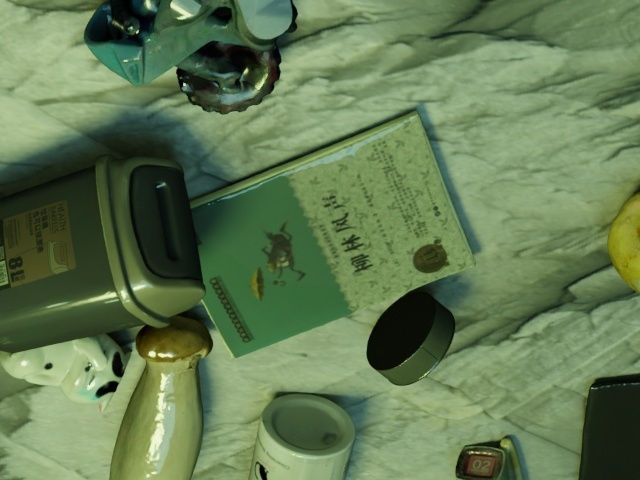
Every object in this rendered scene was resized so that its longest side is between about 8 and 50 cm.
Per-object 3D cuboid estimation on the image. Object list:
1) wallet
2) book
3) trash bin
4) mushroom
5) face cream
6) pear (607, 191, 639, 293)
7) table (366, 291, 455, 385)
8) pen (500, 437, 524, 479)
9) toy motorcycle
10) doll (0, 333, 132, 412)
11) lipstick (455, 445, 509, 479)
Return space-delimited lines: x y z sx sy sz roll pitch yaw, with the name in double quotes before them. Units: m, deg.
"wallet" 0.485 0.319 1.831 0.124 0.025 0.244 -7 125 -5
"book" 0.000 0.000 1.545 0.379 0.031 0.264 -23 122 6
"trash bin" -0.295 0.020 1.400 0.290 0.209 0.182 -15 163 9
"mushroom" -0.231 0.267 1.622 0.128 0.128 0.350 6 115 -13
"face cream" -0.049 0.424 1.742 0.145 0.145 0.370 4 120 -12
"pear" 0.489 0.009 1.550 0.178 0.178 0.178 -4 123 -6
"table" 0.127 0.139 1.593 0.133 0.133 0.043 -42 117 18
"pen" 0.322 0.414 1.866 0.040 0.032 0.233 -4 125 21
"toy motorcycle" -0.141 -0.314 1.235 0.232 0.172 0.416 -2 132 -15
"doll" -0.350 0.159 1.548 0.180 0.107 0.110 29 78 -19
"lipstick" 0.279 0.452 1.846 0.079 0.077 0.253 0 127 22
